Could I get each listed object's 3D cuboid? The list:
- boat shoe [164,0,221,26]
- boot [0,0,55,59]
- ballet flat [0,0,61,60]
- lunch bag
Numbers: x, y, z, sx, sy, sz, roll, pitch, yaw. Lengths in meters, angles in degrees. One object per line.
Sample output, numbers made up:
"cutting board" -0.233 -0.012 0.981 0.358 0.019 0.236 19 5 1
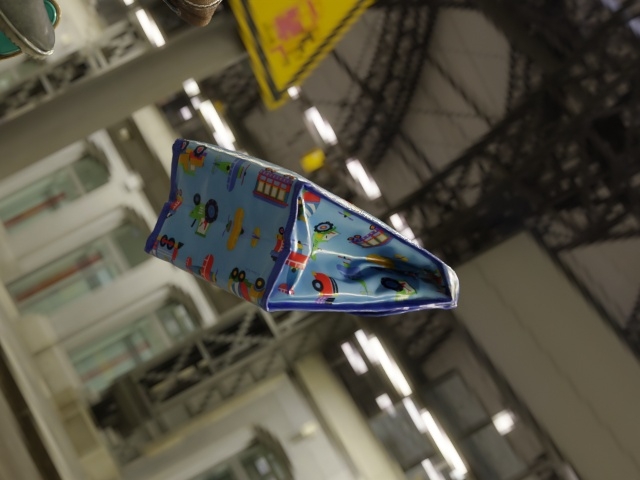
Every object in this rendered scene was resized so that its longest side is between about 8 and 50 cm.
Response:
"boat shoe" -0.136 -0.237 1.173 0.183 0.066 0.066 56 -32 35
"boot" -0.280 -0.309 1.628 0.190 0.208 0.076 49 12 -52
"ballet flat" -0.445 -0.270 1.967 0.073 0.232 0.080 -65 131 -77
"lunch bag" 0.000 0.000 1.594 0.293 0.138 0.221 12 7 -42
